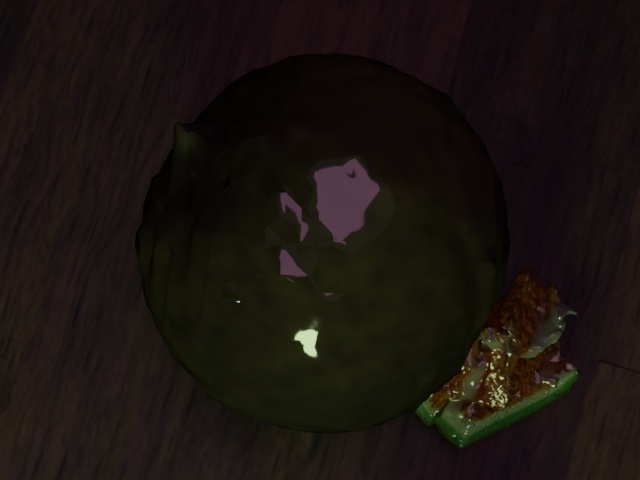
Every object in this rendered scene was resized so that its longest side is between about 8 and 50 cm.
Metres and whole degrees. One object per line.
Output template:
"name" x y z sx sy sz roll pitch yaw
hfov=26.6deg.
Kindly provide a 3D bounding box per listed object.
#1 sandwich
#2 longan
"sandwich" 0.194 0.135 1.474 0.185 0.160 0.109 -32 65 -14
"longan" 0.000 0.000 1.377 0.391 0.391 0.391 1 77 -4
